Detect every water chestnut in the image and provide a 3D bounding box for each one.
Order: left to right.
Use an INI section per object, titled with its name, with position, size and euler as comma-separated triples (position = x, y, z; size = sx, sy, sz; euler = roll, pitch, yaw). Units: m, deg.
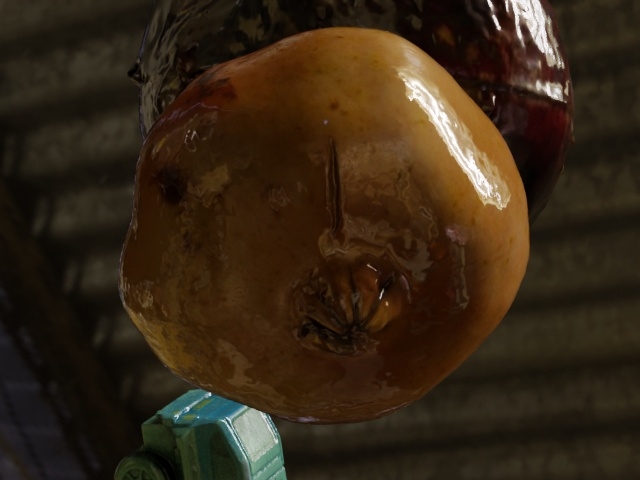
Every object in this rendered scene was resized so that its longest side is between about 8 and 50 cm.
[water chestnut]
position = 0.022, -0.061, 1.168
size = 0.335, 0.347, 0.335
euler = -1, -16, 0

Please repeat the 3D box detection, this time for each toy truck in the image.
[toy truck]
position = -0.122, 0.310, 1.829
size = 0.156, 0.155, 0.279
euler = -5, -81, 21

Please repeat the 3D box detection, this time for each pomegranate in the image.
[pomegranate]
position = 0.001, -0.003, 0.847
size = 0.209, 0.209, 0.209
euler = 10, -55, 15
